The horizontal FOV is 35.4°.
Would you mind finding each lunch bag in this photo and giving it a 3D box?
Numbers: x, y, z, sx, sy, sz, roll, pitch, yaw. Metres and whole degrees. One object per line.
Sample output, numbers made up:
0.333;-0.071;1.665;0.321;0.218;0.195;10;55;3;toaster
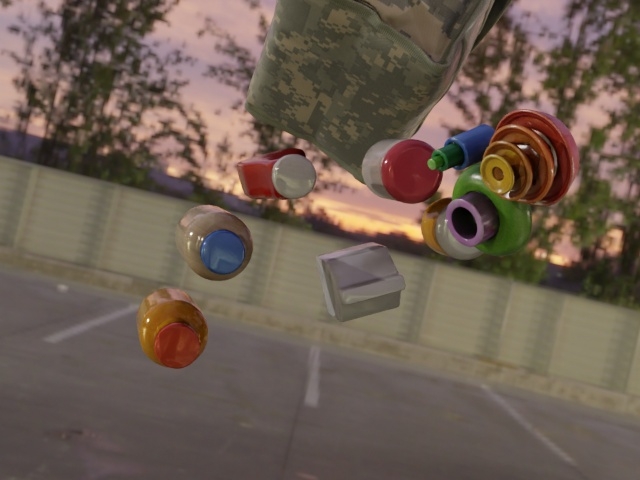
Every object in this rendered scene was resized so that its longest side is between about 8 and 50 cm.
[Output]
0.079;-0.227;0.865;0.169;0.287;0.235;31;-23;-1;lunch bag

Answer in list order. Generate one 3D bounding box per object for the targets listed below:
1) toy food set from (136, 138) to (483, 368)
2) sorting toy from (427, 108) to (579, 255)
0.000;0.000;0.595;0.232;0.111;0.104;-13;8;-10;toy food set
0.082;-0.027;0.498;0.042;0.061;0.102;-24;-20;-33;sorting toy
